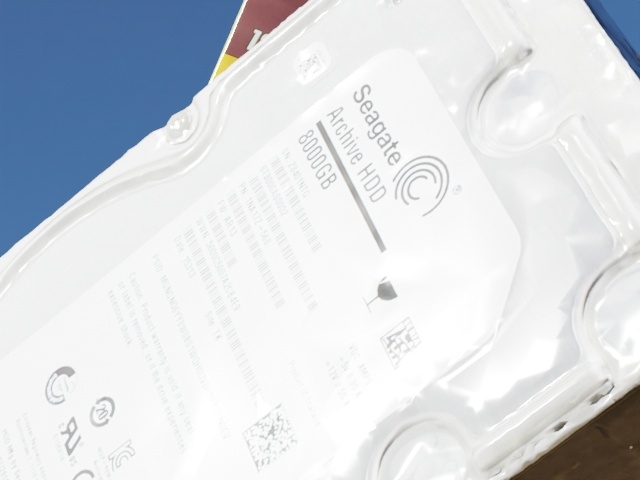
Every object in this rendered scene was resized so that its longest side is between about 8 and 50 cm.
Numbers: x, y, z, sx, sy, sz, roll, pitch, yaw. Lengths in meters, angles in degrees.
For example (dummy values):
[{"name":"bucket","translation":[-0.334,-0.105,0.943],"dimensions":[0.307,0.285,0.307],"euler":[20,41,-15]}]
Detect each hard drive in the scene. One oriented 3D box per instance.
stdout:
[{"name":"hard drive","translation":[-0.014,0.046,0.726],"dimensions":[0.339,0.237,0.064],"euler":[-37,-42,13]}]

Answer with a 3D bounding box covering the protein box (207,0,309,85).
[{"name":"protein box","translation":[0.000,0.000,1.022],"dimensions":[0.136,0.200,0.201],"euler":[22,-7,6]}]
